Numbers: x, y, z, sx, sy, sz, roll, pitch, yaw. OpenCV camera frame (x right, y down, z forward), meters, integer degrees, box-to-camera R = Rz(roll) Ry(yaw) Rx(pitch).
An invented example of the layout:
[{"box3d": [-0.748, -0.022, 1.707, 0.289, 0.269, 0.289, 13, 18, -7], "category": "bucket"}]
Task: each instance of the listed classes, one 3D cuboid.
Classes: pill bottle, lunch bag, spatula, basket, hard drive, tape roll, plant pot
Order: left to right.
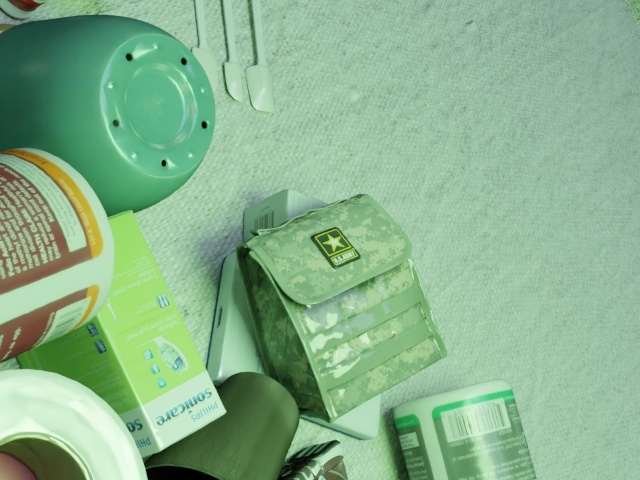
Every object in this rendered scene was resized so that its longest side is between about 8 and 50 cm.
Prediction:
[{"box3d": [-0.418, 0.046, 1.077, 0.392, 0.224, 0.224, -26, 91, -56], "category": "pill bottle"}, {"box3d": [-0.320, 0.281, 1.096, 0.286, 0.100, 0.286, 20, 60, -38], "category": "tape roll"}, {"box3d": [-0.280, -0.162, 1.397, 0.293, 0.235, 0.293, 2, 88, -46], "category": "plant pot"}, {"box3d": [-0.130, 0.294, 1.443, 0.227, 0.204, 0.154, -53, 128, -54], "category": "basket"}, {"box3d": [-0.151, -0.341, 1.810, 0.168, 0.019, 0.242, 7, 66, -36], "category": "spatula"}, {"box3d": [-0.030, 0.172, 1.678, 0.319, 0.040, 0.210, 26, 56, -33], "category": "hard drive"}, {"box3d": [0.024, 0.088, 1.573, 0.235, 0.169, 0.287, -24, 97, -31], "category": "lunch bag"}, {"box3d": [0.256, 0.421, 1.724, 0.204, 0.204, 0.361, -2, 74, -44], "category": "pill bottle"}]

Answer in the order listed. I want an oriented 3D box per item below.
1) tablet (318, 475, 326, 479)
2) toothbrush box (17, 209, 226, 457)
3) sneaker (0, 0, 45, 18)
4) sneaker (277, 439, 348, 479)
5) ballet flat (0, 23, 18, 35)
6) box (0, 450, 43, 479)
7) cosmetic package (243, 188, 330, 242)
[{"box3d": [0.002, 0.383, 1.507, 0.054, 0.006, 0.083, 53, 40, -32], "category": "tablet"}, {"box3d": [-0.277, 0.134, 1.342, 0.122, 0.206, 0.283, -24, 89, -47], "category": "toothbrush box"}, {"box3d": [-0.451, -0.424, 1.476, 0.221, 0.128, 0.087, 44, 46, -22], "category": "sneaker"}, {"box3d": [-0.029, 0.416, 1.529, 0.281, 0.106, 0.162, -28, 96, -47], "category": "sneaker"}, {"box3d": [-0.409, -0.268, 1.504, 0.232, 0.080, 0.073, 4, 42, -45], "category": "ballet flat"}, {"box3d": [-0.393, 0.304, 1.196, 0.127, 0.149, 0.232, 50, 46, -17], "category": "box"}, {"box3d": [0.000, 0.000, 1.729, 0.231, 0.117, 0.085, 19, 62, -38], "category": "cosmetic package"}]
